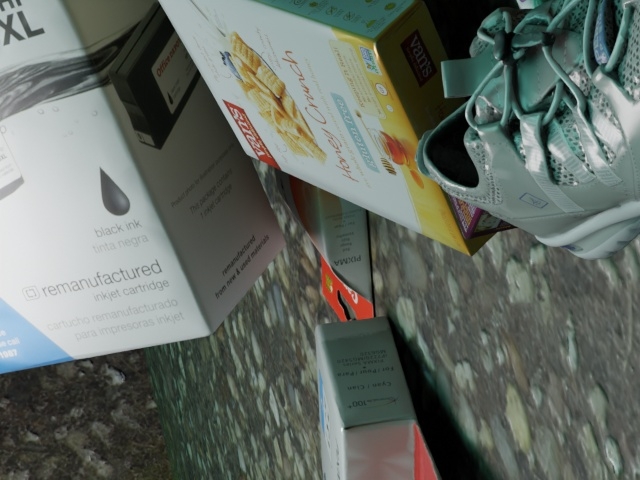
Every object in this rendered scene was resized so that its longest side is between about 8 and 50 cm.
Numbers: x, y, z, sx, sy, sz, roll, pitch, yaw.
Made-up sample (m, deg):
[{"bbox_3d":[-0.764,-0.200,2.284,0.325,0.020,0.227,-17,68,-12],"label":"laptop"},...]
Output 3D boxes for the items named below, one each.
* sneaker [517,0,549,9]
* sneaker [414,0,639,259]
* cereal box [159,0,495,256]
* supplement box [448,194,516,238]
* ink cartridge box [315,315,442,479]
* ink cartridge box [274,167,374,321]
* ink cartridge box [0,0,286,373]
[{"bbox_3d":[0.115,-0.115,0.889,0.069,0.038,0.098,106,149,-61],"label":"sneaker"},{"bbox_3d":[0.110,-0.062,0.737,0.281,0.115,0.105,113,168,-66],"label":"sneaker"},{"bbox_3d":[0.001,-0.096,1.066,0.240,0.047,0.173,25,152,47],"label":"cereal box"},{"bbox_3d":[0.108,-0.042,0.947,0.083,0.055,0.043,107,148,-60],"label":"supplement box"},{"bbox_3d":[0.052,0.252,1.322,0.261,0.066,0.296,-107,12,-57],"label":"ink cartridge box"},{"bbox_3d":[0.000,0.000,1.422,0.145,0.045,0.179,-126,30,-59],"label":"ink cartridge box"},{"bbox_3d":[-0.245,-0.107,1.361,0.395,0.285,0.166,67,-150,-19],"label":"ink cartridge box"}]
